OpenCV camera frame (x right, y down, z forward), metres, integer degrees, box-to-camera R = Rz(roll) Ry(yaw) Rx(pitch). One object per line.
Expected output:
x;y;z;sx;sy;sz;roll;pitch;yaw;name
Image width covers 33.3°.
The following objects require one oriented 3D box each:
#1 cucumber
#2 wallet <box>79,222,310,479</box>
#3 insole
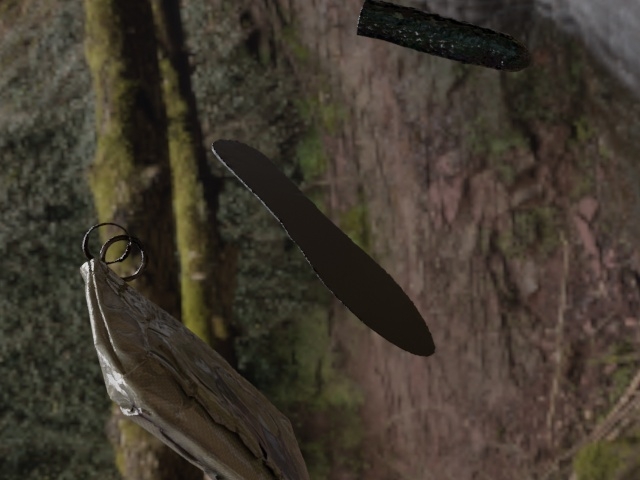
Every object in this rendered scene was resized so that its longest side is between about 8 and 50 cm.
0.094;-0.151;0.799;0.032;0.133;0.032;16;-90;-81;cucumber
-0.116;0.148;1.065;0.335;0.068;0.275;46;-172;-24;wallet
0.000;0.000;1.026;0.109;0.322;0.007;0;-50;-52;insole
